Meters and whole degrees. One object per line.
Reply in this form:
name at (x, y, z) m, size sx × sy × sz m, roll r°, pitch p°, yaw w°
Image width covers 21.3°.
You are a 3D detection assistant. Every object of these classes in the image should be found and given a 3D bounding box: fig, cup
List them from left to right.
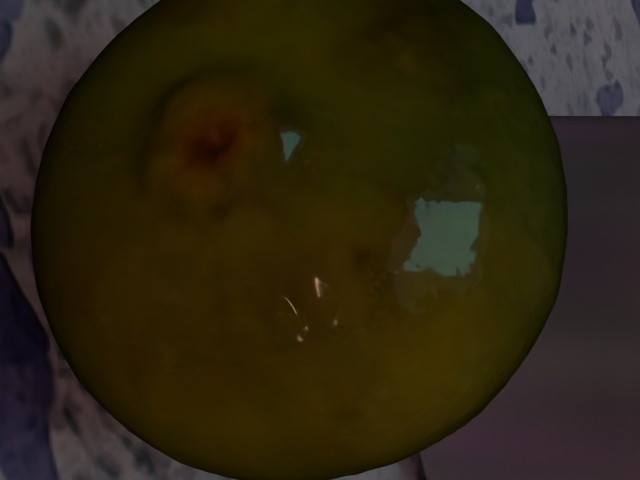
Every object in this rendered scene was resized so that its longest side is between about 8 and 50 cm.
fig at (-0.002, -0.010, 0.672) m, size 0.230 × 0.207 × 0.207 m, roll -18°, pitch 100°, yaw -71°
cup at (0.246, 0.062, 0.874) m, size 0.253 × 0.371 × 0.253 m, roll -6°, pitch 97°, yaw -56°
